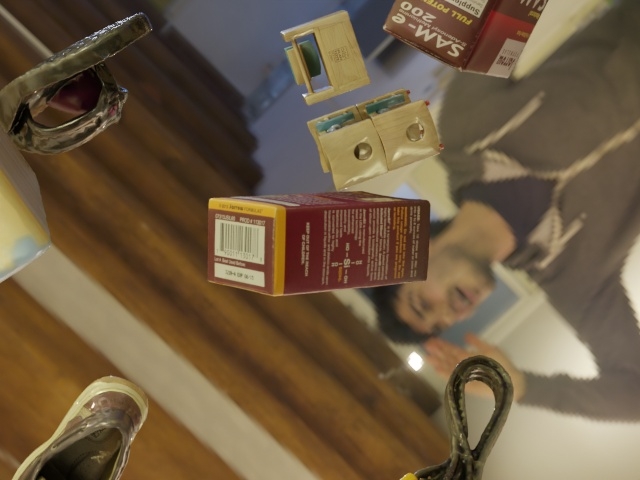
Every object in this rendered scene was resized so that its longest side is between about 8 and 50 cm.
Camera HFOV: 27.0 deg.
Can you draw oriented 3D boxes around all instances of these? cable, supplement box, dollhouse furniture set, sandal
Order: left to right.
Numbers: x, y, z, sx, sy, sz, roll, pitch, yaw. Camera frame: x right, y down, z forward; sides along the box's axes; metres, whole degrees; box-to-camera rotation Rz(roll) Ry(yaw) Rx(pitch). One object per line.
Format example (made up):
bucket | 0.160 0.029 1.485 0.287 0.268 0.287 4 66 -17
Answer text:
sandal | -0.320 -0.159 1.622 0.167 0.446 0.107 -40 -79 -38
supplement box | 0.000 0.000 1.239 0.188 0.080 0.104 -4 -171 -39
dollhouse furniture set | 0.042 -0.173 1.514 0.129 0.129 0.183 -118 9 -75
cable | 0.127 0.213 1.213 0.139 0.287 0.072 25 142 19
supplement box | 0.146 -0.240 0.965 0.073 0.239 0.130 32 -164 18

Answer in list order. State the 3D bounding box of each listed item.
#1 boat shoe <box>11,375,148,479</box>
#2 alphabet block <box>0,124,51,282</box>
boat shoe | -0.293 0.281 1.518 0.103 0.285 0.092 34 -160 -9
alphabet block | -0.298 -0.047 0.804 0.197 0.192 0.193 57 174 -21
